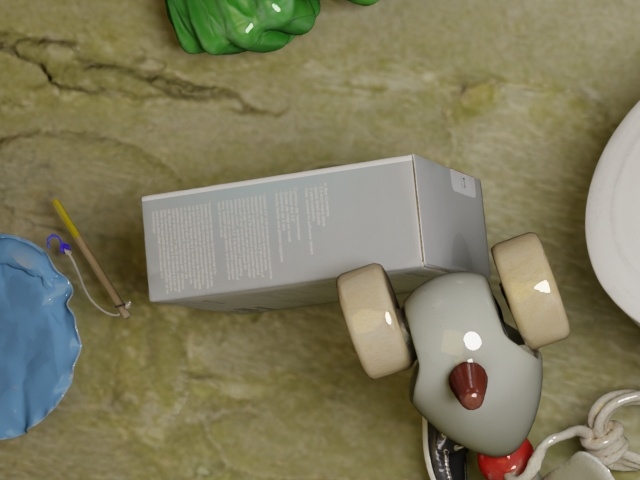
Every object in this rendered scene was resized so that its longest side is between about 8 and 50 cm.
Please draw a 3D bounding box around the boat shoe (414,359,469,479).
[{"bbox_3d":[0.107,0.154,1.486,0.038,0.046,0.125,-14,74,25],"label":"boat shoe"}]

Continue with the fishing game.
[{"bbox_3d":[-0.289,0.089,1.647,0.264,0.041,0.189,-47,65,18],"label":"fishing game"}]

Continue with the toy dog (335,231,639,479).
[{"bbox_3d":[0.134,0.150,1.328,0.220,0.161,0.333,-34,118,18],"label":"toy dog"}]

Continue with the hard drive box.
[{"bbox_3d":[0.000,0.000,1.463,0.232,0.181,0.089,-8,83,20],"label":"hard drive box"}]

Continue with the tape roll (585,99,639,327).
[{"bbox_3d":[0.333,-0.003,1.290,0.246,0.169,0.246,-18,54,27],"label":"tape roll"}]

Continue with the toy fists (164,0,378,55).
[{"bbox_3d":[-0.011,-0.246,1.529,0.279,0.096,0.142,-22,69,20],"label":"toy fists"}]
